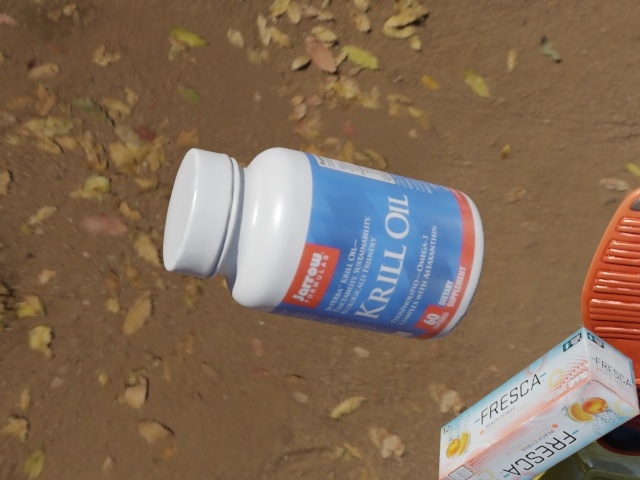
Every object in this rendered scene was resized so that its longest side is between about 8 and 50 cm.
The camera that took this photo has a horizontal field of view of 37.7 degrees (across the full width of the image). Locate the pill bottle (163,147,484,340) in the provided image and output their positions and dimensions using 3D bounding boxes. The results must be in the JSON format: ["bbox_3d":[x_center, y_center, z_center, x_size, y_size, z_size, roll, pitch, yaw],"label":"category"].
[{"bbox_3d":[0.000,0.000,0.707,0.221,0.124,0.124,11,85,-19],"label":"pill bottle"}]

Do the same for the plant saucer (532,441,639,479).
[{"bbox_3d":[0.385,0.362,1.007,0.332,0.081,0.333,8,100,15],"label":"plant saucer"}]

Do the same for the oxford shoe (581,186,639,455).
[{"bbox_3d":[0.285,0.062,0.848,0.096,0.098,0.271,9,121,16],"label":"oxford shoe"}]

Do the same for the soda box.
[{"bbox_3d":[0.180,0.154,0.797,0.058,0.183,0.063,33,37,-17],"label":"soda box"}]
